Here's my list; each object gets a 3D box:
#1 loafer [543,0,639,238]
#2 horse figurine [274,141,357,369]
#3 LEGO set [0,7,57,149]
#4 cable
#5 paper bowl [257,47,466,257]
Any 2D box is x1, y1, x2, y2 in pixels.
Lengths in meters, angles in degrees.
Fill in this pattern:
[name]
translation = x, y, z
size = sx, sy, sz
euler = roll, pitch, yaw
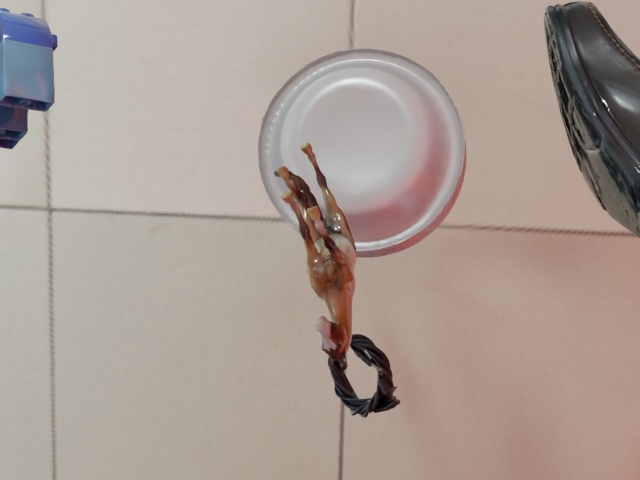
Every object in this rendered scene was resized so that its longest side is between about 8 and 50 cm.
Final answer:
[loafer]
translation = 0.137, -0.030, 0.414
size = 0.061, 0.062, 0.170
euler = -24, 62, 5
[horse figurine]
translation = 0.000, 0.000, 1.217
size = 0.066, 0.263, 0.174
euler = -20, 117, 4
[LEGO set]
translation = -0.170, -0.074, 0.447
size = 0.087, 0.227, 0.093
euler = 6, 69, -34
[cable]
translation = 0.063, 0.238, 1.918
size = 0.047, 0.184, 0.150
euler = -30, 93, -31
[paper bowl]
translation = 0.056, -0.123, 1.483
size = 0.284, 0.148, 0.284
euler = -1, 83, 9
